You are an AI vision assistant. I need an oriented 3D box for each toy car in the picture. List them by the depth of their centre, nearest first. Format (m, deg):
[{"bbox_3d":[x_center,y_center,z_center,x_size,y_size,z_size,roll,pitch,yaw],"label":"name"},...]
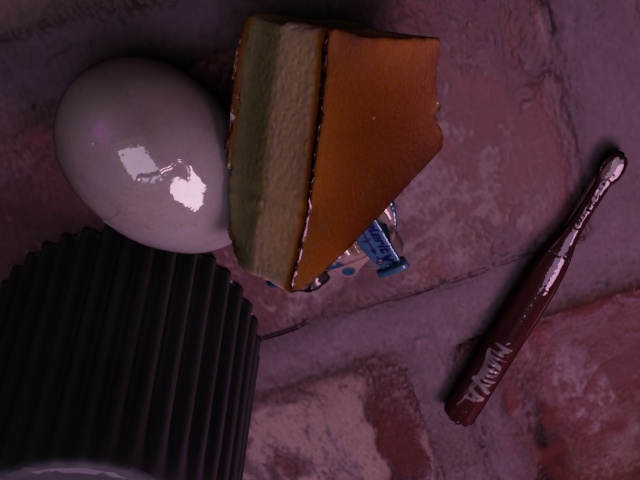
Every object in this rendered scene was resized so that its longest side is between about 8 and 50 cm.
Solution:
[{"bbox_3d":[0.000,0.000,0.941,0.161,0.098,0.126,-26,116,9],"label":"toy car"}]

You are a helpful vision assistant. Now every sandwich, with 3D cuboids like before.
[{"bbox_3d":[0.016,-0.080,0.839,0.186,0.108,0.220,-9,113,-48],"label":"sandwich"}]

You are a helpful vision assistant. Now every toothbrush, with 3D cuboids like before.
[{"bbox_3d":[0.228,0.060,1.025,0.041,0.041,0.364,19,116,-14],"label":"toothbrush"}]

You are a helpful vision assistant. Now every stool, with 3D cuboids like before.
[{"bbox_3d":[-0.203,0.189,0.903,0.297,0.330,0.297,-2,119,-3],"label":"stool"}]

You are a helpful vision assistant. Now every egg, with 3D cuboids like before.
[{"bbox_3d":[-0.144,-0.072,0.860,0.151,0.151,0.209,-37,117,16],"label":"egg"}]
